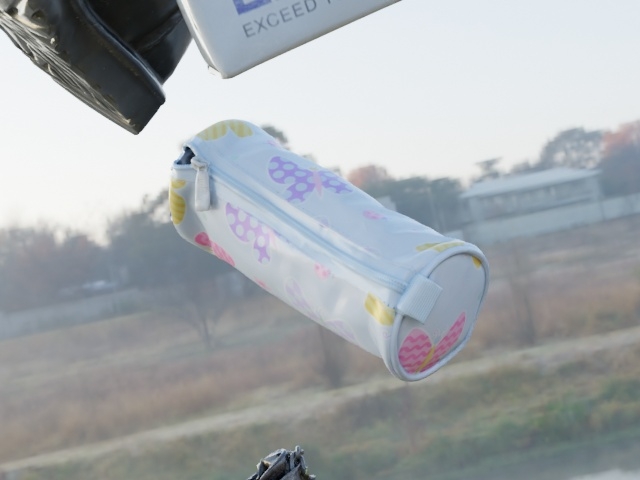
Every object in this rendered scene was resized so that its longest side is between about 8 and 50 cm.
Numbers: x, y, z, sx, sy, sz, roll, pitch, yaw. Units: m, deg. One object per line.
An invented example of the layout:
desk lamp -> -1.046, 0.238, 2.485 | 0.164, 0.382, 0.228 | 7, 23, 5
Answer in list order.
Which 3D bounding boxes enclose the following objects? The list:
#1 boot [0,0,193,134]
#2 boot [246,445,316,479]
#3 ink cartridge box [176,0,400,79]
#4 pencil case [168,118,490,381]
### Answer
boot -> -0.070, -0.319, 0.679 | 0.445, 0.146, 0.367 | -55, -12, -6
boot -> 0.019, 0.270, 0.908 | 0.263, 0.229, 0.091 | -25, 1, -37
ink cartridge box -> 0.025, -0.193, 0.338 | 0.223, 0.224, 0.045 | -25, 18, -8
pencil case -> 0.000, 0.000, 0.882 | 0.113, 0.273, 0.124 | -48, -36, -14
